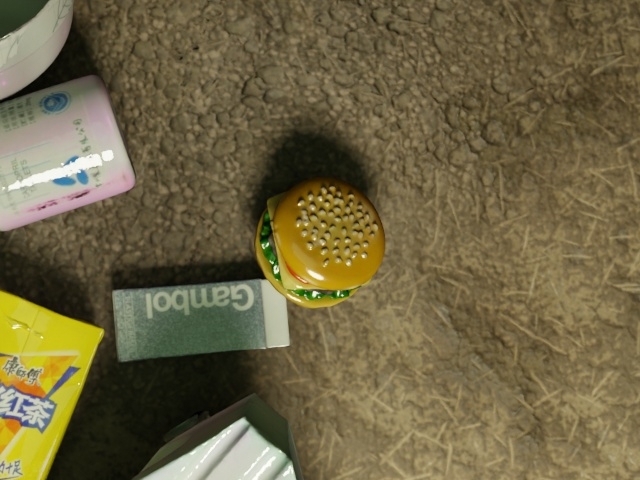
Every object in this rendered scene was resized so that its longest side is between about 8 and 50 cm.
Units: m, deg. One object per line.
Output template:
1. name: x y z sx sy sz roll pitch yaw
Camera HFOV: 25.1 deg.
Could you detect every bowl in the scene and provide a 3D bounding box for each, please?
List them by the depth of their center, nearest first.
1. bowl: -0.417 -0.260 1.692 0.287 0.144 0.287 -5 50 6

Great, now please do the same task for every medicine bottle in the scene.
1. medicine bottle: -0.360 -0.094 1.718 0.254 0.152 0.152 -18 89 -6

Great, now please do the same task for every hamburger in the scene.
1. hamburger: 0.000 0.000 1.745 0.162 0.115 0.162 11 63 -22

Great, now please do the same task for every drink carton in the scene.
1. drink carton: -0.393 0.240 1.705 0.154 0.111 0.351 23 82 -16

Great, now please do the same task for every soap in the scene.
1. soap: -0.142 0.344 1.578 0.208 0.115 0.347 39 101 1

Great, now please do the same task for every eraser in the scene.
1. eraser: -0.148 0.097 1.779 0.212 0.046 0.092 -4 88 -4

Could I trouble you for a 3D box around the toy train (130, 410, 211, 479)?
1. toy train: -0.115 0.367 1.718 0.249 0.173 0.307 -36 91 5
